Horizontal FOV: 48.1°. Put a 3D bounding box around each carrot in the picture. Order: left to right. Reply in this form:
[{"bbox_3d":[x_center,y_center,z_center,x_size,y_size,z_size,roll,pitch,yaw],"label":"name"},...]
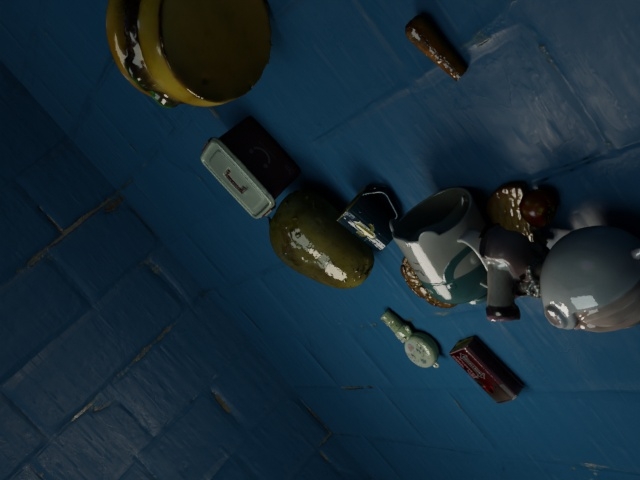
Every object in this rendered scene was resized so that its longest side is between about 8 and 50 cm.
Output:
[{"bbox_3d":[0.245,-0.406,1.515,0.161,0.055,0.055,43,154,-11],"label":"carrot"}]

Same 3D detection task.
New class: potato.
[{"bbox_3d":[-0.002,0.012,2.255,0.359,0.219,0.270,43,146,-2],"label":"potato"}]

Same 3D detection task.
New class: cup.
[{"bbox_3d":[0.156,-0.068,2.048,0.155,0.131,0.176,42,128,-5],"label":"cup"},{"bbox_3d":[0.340,0.026,1.779,0.258,0.219,0.289,56,165,-23],"label":"cup"}]

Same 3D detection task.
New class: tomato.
[{"bbox_3d":[0.486,-0.074,1.604,0.075,0.087,0.087,23,146,44],"label":"tomato"}]

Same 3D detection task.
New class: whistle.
[{"bbox_3d":[0.311,0.337,2.444,0.258,0.067,0.126,43,140,13],"label":"whistle"}]

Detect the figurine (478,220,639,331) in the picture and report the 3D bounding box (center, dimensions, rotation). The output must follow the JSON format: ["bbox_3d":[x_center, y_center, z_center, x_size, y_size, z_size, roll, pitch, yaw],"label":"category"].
[{"bbox_3d":[0.525,0.079,1.520,0.361,0.253,0.211,8,148,37],"label":"figurine"}]

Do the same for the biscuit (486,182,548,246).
[{"bbox_3d":[0.475,-0.048,1.712,0.176,0.031,0.229,34,150,19],"label":"biscuit"}]

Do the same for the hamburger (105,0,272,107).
[{"bbox_3d":[-0.336,-0.523,1.809,0.277,0.396,0.396,17,142,41],"label":"hamburger"}]

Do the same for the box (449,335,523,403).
[{"bbox_3d":[0.517,0.406,2.247,0.224,0.069,0.120,47,153,-1],"label":"box"}]

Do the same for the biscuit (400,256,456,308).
[{"bbox_3d":[0.328,0.121,2.141,0.226,0.042,0.226,34,152,21],"label":"biscuit"}]

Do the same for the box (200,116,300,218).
[{"bbox_3d":[-0.217,-0.234,2.266,0.294,0.167,0.193,48,151,-5],"label":"box"}]
